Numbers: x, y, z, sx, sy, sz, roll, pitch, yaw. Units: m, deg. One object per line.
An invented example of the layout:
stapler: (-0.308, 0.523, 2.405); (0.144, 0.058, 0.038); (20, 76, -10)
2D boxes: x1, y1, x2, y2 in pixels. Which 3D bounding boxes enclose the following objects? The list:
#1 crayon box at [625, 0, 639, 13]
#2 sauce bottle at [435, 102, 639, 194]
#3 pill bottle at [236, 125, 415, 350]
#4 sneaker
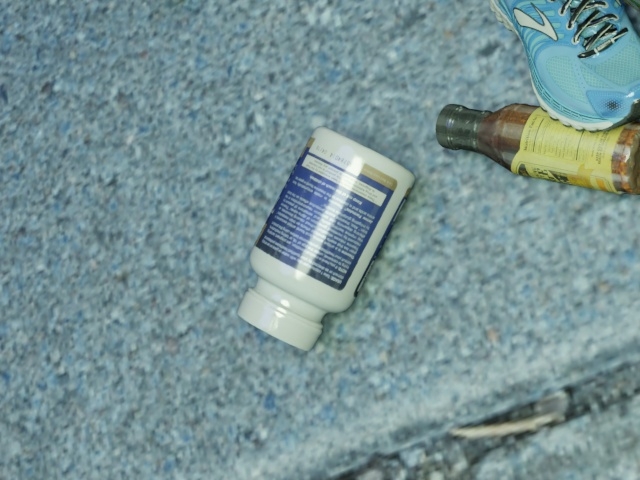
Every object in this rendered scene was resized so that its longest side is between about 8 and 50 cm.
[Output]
crayon box: (0.184, -0.129, 0.738); (0.165, 0.278, 0.081); (41, 102, 35)
sauce bottle: (0.123, -0.054, 0.906); (0.128, 0.042, 0.042); (14, 83, 39)
pill bottle: (0.000, 0.000, 0.955); (0.067, 0.067, 0.120); (29, 92, 37)
sneaker: (0.130, -0.122, 0.881); (0.063, 0.073, 0.162); (-26, 50, -6)
